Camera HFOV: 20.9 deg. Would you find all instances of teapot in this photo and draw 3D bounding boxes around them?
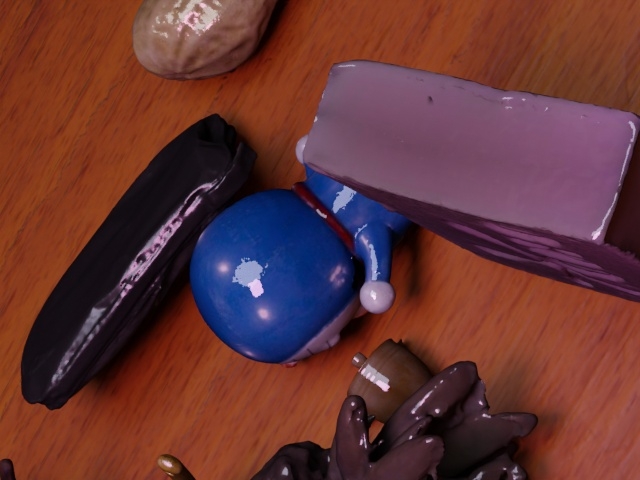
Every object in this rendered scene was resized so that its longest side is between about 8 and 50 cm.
[{"bbox_3d":[0.058,0.139,1.554,0.080,0.085,0.110,37,127,15],"label":"teapot"}]

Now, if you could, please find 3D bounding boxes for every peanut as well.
[{"bbox_3d":[-0.081,-0.256,1.741,0.257,0.123,0.123,-45,54,10],"label":"peanut"}]

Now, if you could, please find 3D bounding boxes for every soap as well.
[{"bbox_3d":[0.179,-0.039,1.369,0.285,0.296,0.107,16,84,39],"label":"soap"}]

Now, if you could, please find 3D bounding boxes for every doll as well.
[{"bbox_3d":[0.000,0.000,1.588,0.257,0.161,0.215,-39,41,-1],"label":"doll"}]

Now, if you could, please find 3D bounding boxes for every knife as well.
[{"bbox_3d":[-0.105,0.223,1.517,0.046,0.256,0.022,21,76,11],"label":"knife"}]

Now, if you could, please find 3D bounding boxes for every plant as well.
[{"bbox_3d":[0.042,0.245,1.448,0.320,0.194,0.181,-35,58,30],"label":"plant"}]

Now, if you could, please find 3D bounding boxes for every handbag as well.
[{"bbox_3d":[-0.179,0.014,1.704,0.332,0.075,0.191,-49,18,11],"label":"handbag"}]

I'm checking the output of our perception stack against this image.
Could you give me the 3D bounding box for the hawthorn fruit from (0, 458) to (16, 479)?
[{"bbox_3d":[-0.342,0.388,1.606,0.325,0.308,0.308,-45,51,-14],"label":"hawthorn fruit"}]
